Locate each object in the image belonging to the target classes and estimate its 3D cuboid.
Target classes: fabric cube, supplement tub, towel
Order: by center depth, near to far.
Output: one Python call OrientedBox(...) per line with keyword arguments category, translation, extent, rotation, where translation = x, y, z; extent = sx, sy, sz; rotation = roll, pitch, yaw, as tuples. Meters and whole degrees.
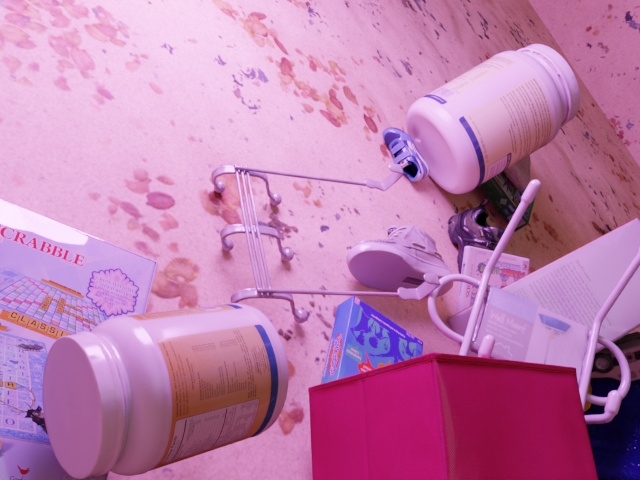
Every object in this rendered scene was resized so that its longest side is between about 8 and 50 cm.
OrientedBox(category="supplement tub", translation=(-0.146, 0.141, 0.572), extent=(0.200, 0.144, 0.144), rotation=(-1, 62, -46))
OrientedBox(category="fabric cube", translation=(0.154, 0.295, 0.707), extent=(0.254, 0.259, 0.258), rotation=(11, 64, -31))
OrientedBox(category="towel", translation=(0.553, 0.321, 1.084), extent=(0.308, 0.228, 0.076), rotation=(-64, 143, -44))
OrientedBox(category="supplement tub", translation=(0.385, -0.277, 1.317), extent=(0.325, 0.235, 0.235), rotation=(-31, 82, -9))
OrientedBox(category="towel", translation=(0.492, -0.265, 1.568), extent=(0.187, 0.049, 0.282), rotation=(46, 36, -13))

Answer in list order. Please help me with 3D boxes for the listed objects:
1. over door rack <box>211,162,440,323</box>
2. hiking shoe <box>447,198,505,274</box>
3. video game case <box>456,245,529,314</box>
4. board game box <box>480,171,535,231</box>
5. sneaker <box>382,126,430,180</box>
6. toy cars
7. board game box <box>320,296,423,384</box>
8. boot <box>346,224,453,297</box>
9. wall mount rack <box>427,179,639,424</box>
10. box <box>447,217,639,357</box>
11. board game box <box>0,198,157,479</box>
OrientedBox(category="over door rack", translation=(0.000, 0.000, 0.925), extent=(0.324, 0.108, 0.239), rotation=(-2, 60, -21))
OrientedBox(category="hiking shoe", translation=(0.355, 0.023, 1.259), extent=(0.086, 0.114, 0.226), rotation=(6, 57, -40))
OrientedBox(category="video game case", translation=(0.357, 0.095, 1.203), extent=(0.157, 0.019, 0.143), rotation=(11, 83, -21))
OrientedBox(category="board game box", translation=(0.449, -0.197, 1.540), extent=(0.317, 0.046, 0.213), rotation=(52, 35, -5))
OrientedBox(category="sneaker", translation=(0.189, -0.193, 1.317), extent=(0.144, 0.053, 0.059), rotation=(50, 42, 0))
OrientedBox(category="toy cars", translation=(0.486, 0.263, 1.053), extent=(0.394, 0.176, 0.087), rotation=(-25, 90, -14))
OrientedBox(category="board game box", translation=(0.082, 0.213, 0.909), extent=(0.160, 0.047, 0.210), rotation=(34, 44, -20))
OrientedBox(category="boot", translation=(0.137, 0.023, 1.088), extent=(0.258, 0.095, 0.123), rotation=(21, 39, -39))
OrientedBox(category="wall mount rack", translation=(0.358, 0.096, 0.894), extent=(0.350, 0.130, 0.304), rotation=(24, 67, -2))
OrientedBox(category="box", translation=(0.453, 0.126, 1.093), extent=(0.345, 0.215, 0.168), rotation=(-23, 76, -21))
OrientedBox(category="board game box", translation=(-0.345, 0.103, 0.572), extent=(0.319, 0.066, 0.318), rotation=(27, 46, -28))
